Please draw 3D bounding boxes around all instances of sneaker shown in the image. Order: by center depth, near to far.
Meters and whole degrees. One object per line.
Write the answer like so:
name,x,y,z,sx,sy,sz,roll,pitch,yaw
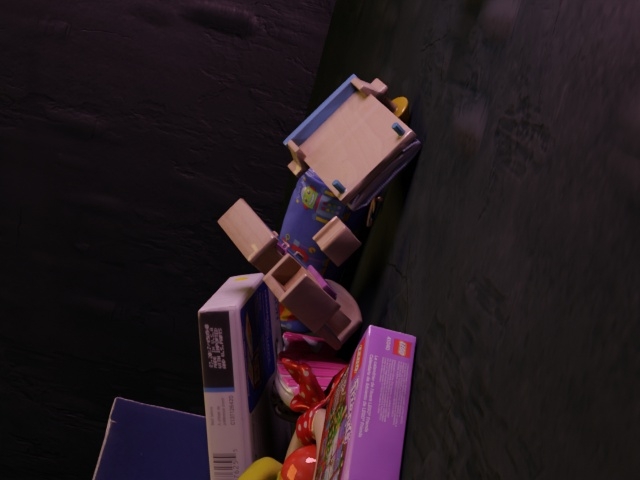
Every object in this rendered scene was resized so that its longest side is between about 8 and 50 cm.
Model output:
sneaker,-0.018,0.208,1.890,0.252,0.103,0.111,-74,-5,-82

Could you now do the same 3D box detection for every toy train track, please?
toy train track,0.079,-0.049,1.946,0.083,0.014,0.048,103,170,-51

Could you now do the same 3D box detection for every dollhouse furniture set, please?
dollhouse furniture set,0.066,-0.029,1.787,0.303,0.198,0.286,-45,32,2

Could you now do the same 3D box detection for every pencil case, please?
pencil case,0.000,0.000,2.065,0.133,0.119,0.306,-26,-36,-44

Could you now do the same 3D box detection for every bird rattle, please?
bird rattle,-0.005,0.274,1.676,0.253,0.143,0.207,-61,22,15

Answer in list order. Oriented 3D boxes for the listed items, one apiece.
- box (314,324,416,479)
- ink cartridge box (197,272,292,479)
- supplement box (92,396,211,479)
box,0.033,0.264,1.424,0.201,0.057,0.293,114,169,-55
ink cartridge box,-0.105,0.210,1.932,0.307,0.072,0.303,-57,-38,-80
supplement box,-0.208,0.393,2.131,0.356,0.195,0.194,60,-138,-67
